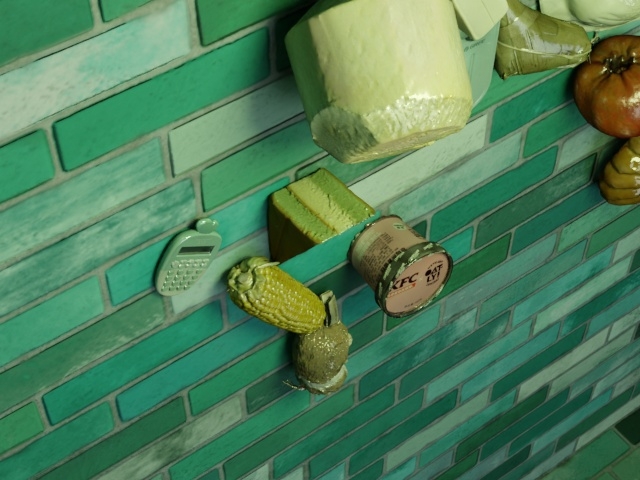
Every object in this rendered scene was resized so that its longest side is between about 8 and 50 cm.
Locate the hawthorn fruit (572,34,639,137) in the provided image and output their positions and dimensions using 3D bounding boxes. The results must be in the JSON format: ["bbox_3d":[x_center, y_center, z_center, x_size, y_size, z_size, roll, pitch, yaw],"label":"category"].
[{"bbox_3d":[0.564,-0.262,2.070,0.196,0.196,0.225,-45,143,1],"label":"hawthorn fruit"}]

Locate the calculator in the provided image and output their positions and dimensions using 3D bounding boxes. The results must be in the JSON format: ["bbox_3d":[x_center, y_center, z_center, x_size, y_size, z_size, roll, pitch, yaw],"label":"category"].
[{"bbox_3d":[-0.197,0.024,1.713,0.095,0.021,0.153,-3,130,-47],"label":"calculator"}]

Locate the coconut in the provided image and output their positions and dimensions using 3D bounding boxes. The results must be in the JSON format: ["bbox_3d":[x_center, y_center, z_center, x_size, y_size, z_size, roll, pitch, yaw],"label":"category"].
[{"bbox_3d":[0.077,-0.240,1.526,0.239,0.244,0.239,-16,177,-1],"label":"coconut"}]

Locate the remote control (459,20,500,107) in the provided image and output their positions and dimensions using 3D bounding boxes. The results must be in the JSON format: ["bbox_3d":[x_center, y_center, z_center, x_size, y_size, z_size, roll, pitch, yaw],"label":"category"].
[{"bbox_3d":[0.227,-0.298,1.784,0.104,0.052,0.247,-29,145,-25],"label":"remote control"}]

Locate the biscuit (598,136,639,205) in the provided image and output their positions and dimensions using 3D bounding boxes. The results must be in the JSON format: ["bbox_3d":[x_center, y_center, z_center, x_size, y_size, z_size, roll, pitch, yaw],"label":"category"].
[{"bbox_3d":[0.713,-0.189,2.352,0.326,0.107,0.325,-37,160,-16],"label":"biscuit"}]

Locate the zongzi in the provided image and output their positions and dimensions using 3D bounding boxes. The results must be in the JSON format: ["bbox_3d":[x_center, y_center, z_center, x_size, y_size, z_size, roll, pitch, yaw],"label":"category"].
[{"bbox_3d":[0.361,-0.348,1.805,0.189,0.081,0.178,-10,136,0],"label":"zongzi"}]

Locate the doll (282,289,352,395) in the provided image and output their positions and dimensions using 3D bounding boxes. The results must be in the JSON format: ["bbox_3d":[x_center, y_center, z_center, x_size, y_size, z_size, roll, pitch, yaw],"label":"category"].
[{"bbox_3d":[0.005,0.194,2.055,0.115,0.105,0.221,-15,140,-28],"label":"doll"}]

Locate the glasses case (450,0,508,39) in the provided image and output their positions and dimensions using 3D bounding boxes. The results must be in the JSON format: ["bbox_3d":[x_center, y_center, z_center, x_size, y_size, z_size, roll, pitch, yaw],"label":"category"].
[{"bbox_3d":[0.150,-0.391,1.515,0.070,0.131,0.313,-45,148,2],"label":"glasses case"}]

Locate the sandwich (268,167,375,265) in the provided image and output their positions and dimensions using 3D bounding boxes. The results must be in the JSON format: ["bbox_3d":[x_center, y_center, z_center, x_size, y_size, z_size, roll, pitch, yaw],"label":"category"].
[{"bbox_3d":[0.000,0.000,1.792,0.117,0.144,0.187,-27,144,-21],"label":"sandwich"}]

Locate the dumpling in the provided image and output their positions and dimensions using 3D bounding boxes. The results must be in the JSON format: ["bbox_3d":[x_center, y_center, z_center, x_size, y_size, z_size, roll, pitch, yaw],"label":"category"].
[{"bbox_3d":[0.452,-0.398,1.862,0.216,0.126,0.166,-7,157,-49],"label":"dumpling"}]

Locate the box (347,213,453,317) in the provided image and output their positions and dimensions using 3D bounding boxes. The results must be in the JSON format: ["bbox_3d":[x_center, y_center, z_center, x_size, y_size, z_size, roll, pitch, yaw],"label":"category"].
[{"bbox_3d":[0.133,0.038,1.993,0.151,0.135,0.151,-26,141,-23],"label":"box"}]

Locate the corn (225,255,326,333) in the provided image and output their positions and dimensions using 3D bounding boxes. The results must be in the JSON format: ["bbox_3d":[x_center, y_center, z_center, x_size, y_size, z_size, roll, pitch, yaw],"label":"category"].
[{"bbox_3d":[-0.068,0.097,1.878,0.260,0.091,0.091,35,57,-58],"label":"corn"}]
